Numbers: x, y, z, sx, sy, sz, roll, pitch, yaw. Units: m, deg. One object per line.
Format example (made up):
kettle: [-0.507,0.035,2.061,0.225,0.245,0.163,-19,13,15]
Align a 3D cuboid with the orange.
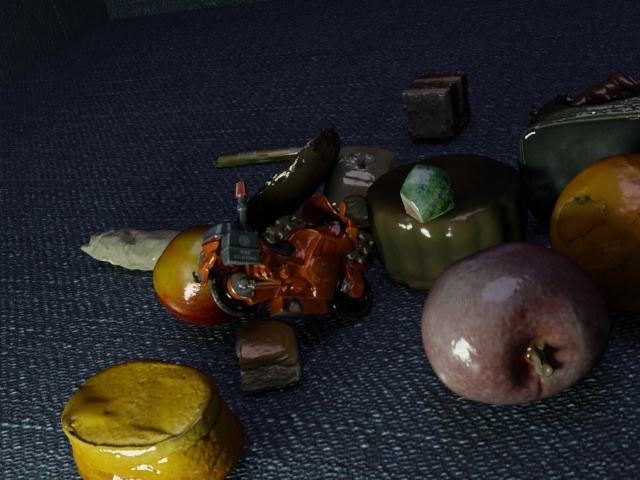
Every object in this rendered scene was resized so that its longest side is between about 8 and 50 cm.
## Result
orange: [0.475,-0.014,1.291,0.246,0.246,0.246,-10,30,6]

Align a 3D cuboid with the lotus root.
lotus root: [-0.067,-0.085,1.675,0.329,0.078,0.167,-47,-9,29]

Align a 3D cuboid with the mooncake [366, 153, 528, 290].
mooncake: [0.233,-0.036,1.517,0.290,0.161,0.290,-10,29,5]

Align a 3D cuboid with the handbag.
handbag: [0.540,-0.167,1.526,0.340,0.247,0.240,-6,28,25]

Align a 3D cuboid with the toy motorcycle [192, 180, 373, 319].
toy motorcycle: [-0.053,0.023,1.412,0.325,0.221,0.147,5,-22,-31]

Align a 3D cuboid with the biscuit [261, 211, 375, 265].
biscuit: [0.000,0.001,1.596,0.203,0.016,0.144,26,52,12]

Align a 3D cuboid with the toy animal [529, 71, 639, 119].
toy animal: [0.628,-0.317,1.941,0.224,0.066,0.229,-44,48,-13]

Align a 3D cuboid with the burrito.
burrito: [-0.320,0.022,1.740,0.391,0.076,0.117,6,28,28]

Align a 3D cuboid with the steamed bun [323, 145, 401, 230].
steamed bun: [0.088,-0.127,1.733,0.169,0.153,0.239,0,31,10]

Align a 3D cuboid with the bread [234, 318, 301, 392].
bread: [-0.087,0.179,1.359,0.106,0.082,0.125,-17,27,4]

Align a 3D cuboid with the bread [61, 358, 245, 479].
bread: [-0.241,0.274,1.199,0.269,0.143,0.195,2,35,29]

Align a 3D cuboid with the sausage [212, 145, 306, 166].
sausage: [-0.149,-0.212,2.108,0.268,0.033,0.033,-5,31,15]

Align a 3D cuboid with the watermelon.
watermelon: [0.171,-0.079,1.382,0.084,0.092,0.072,-23,-3,-25]

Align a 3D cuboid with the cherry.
cherry: [0.269,0.112,1.199,0.261,0.221,0.307,-13,11,-4]

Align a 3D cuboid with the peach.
peach: [-0.191,0.067,1.508,0.197,0.197,0.197,-10,30,6]

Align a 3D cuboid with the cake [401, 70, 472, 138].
cake: [0.281,-0.323,2.015,0.134,0.135,0.147,1,28,25]

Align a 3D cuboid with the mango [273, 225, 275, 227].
mango: [-0.033,0.003,1.649,0.160,0.076,0.103,-8,28,-2]
